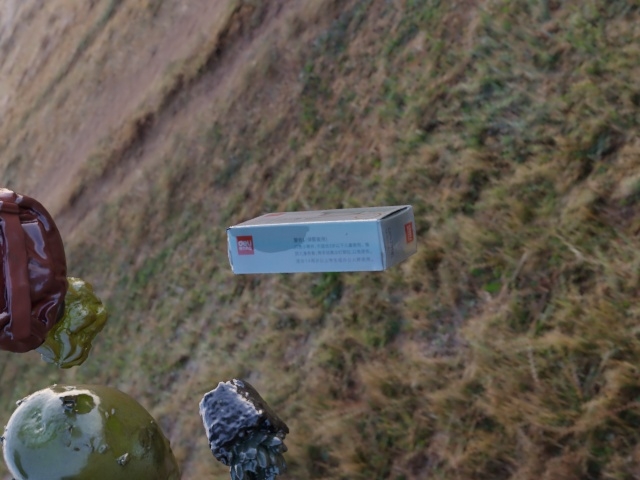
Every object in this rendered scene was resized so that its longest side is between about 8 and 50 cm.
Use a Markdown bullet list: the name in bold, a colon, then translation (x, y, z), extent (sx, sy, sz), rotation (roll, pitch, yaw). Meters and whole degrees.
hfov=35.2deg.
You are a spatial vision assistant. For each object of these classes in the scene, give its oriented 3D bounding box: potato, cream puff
- **potato**: translation (-0.375, 0.391, 1.770), extent (0.269, 0.359, 0.219), rotation (-7, 48, 39)
- **cream puff**: translation (-0.426, 0.138, 1.657), extent (0.156, 0.121, 0.156), rotation (-3, 84, 30)

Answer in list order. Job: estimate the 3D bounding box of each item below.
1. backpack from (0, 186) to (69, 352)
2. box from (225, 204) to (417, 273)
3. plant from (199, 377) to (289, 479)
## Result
- **backpack**: translation (-0.430, 0.032, 1.297), extent (0.139, 0.229, 0.229), rotation (-29, 44, 61)
- **box**: translation (0.000, 0.000, 1.534), extent (0.269, 0.135, 0.079), rotation (-2, 100, 29)
- **plant**: translation (-0.135, 0.353, 1.846), extent (0.132, 0.129, 0.194), rotation (-42, 53, 6)
